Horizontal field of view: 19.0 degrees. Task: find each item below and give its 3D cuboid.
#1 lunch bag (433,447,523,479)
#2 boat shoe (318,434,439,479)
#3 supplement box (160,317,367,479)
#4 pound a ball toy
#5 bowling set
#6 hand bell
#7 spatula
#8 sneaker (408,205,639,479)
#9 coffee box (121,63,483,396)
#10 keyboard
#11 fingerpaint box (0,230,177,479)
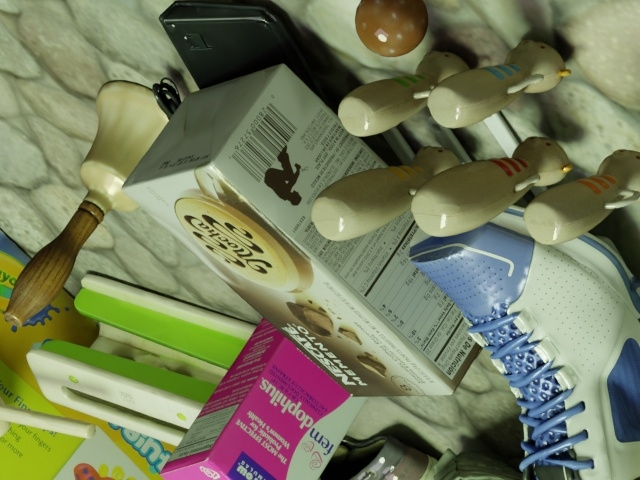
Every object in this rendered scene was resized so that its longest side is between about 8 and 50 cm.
[{"bbox_3d":[0.211,0.329,1.874,0.287,0.169,0.235,43,-177,4],"label":"lunch bag"},{"bbox_3d":[0.022,0.266,2.116,0.092,0.103,0.285,48,145,-15],"label":"boat shoe"},{"bbox_3d":[-0.044,0.175,1.906,0.111,0.220,0.114,41,151,-15],"label":"supplement box"},{"bbox_3d":[-0.208,0.175,2.085,0.319,0.208,0.136,15,144,28],"label":"pound a ball toy"},{"bbox_3d":[0.116,-0.105,1.428,0.287,0.154,0.200,5,112,45],"label":"bowling set"},{"bbox_3d":[-0.219,-0.019,1.763,0.126,0.242,0.126,26,151,16],"label":"hand bell"},{"bbox_3d":[0.154,-0.026,1.609,0.168,0.019,0.242,-2,132,48],"label":"spatula"},{"bbox_3d":[0.202,0.115,1.552,0.315,0.182,0.127,35,155,-23],"label":"sneaker"},{"bbox_3d":[0.000,0.000,1.632,0.297,0.119,0.168,43,155,-21],"label":"coffee box"},{"bbox_3d":[-0.054,-0.091,1.705,0.201,0.033,0.317,3,139,34],"label":"keyboard"},{"bbox_3d":[-0.365,0.258,2.211,0.445,0.371,0.163,44,147,-20],"label":"fingerpaint box"}]
